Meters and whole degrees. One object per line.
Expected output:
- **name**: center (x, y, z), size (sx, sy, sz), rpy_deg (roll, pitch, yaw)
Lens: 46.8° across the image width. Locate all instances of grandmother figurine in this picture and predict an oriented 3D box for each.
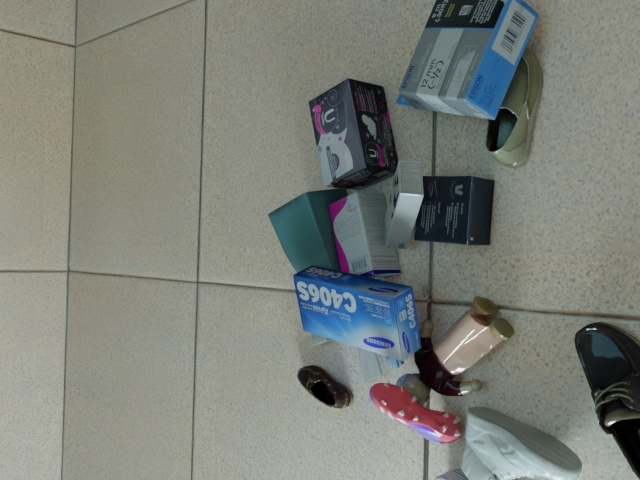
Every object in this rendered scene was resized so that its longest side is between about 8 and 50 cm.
- **grandmother figurine**: center (0.290, 0.278, 1.738), size (0.342, 0.104, 0.207), rpy_deg (-52, 45, 28)

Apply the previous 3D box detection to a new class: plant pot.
- **plant pot**: center (0.000, 0.000, 2.007), size (0.165, 0.166, 0.234), rpy_deg (-27, 78, 42)

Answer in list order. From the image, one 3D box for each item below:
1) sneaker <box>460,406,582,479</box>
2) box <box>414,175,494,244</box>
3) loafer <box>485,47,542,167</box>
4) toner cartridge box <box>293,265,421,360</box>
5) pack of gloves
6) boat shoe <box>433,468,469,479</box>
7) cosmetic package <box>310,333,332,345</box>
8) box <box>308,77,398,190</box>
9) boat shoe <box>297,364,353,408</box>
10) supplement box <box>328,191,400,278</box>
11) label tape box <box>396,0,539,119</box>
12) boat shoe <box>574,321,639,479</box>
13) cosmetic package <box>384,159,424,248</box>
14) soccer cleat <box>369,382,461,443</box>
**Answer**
- **sneaker**: center (0.423, 0.491, 1.592), size (0.293, 0.108, 0.169), rpy_deg (20, 105, 55)
- **box**: center (0.312, -0.070, 1.730), size (0.158, 0.093, 0.155), rpy_deg (6, 92, 47)
- **loafer**: center (0.420, -0.297, 1.629), size (0.102, 0.092, 0.268), rpy_deg (2, 90, 46)
- **toner cartridge box**: center (0.083, 0.172, 1.827), size (0.348, 0.075, 0.165), rpy_deg (9, 117, 47)
- **pack of gloves**: center (0.155, 0.236, 1.931), size (0.195, 0.046, 0.232), rpy_deg (-39, 59, 53)
- **boat shoe**: center (0.363, 0.609, 1.651), size (0.267, 0.088, 0.096), rpy_deg (38, 115, 41)
- **cosmetic package**: center (0.000, 0.232, 2.079), size (0.060, 0.041, 0.115), rpy_deg (-25, 71, 42)
- **box**: center (0.084, -0.274, 1.941), size (0.163, 0.142, 0.247), rpy_deg (-21, 73, 43)
- **boat shoe**: center (-0.001, 0.403, 2.052), size (0.207, 0.073, 0.073), rpy_deg (19, 103, 46)
- **supplement box**: center (0.113, -0.004, 1.922), size (0.111, 0.114, 0.220), rpy_deg (-23, 73, 44)
- **label tape box**: center (0.293, -0.427, 1.692), size (0.348, 0.115, 0.249), rpy_deg (24, 92, 53)
- **boat shoe**: center (0.591, 0.311, 1.396), size (0.132, 0.130, 0.355), rpy_deg (-47, 57, 34)
- **cosmetic package**: center (0.196, -0.081, 1.770), size (0.239, 0.061, 0.098), rpy_deg (97, 177, -58)
- **soccer cleat**: center (0.213, 0.411, 1.727), size (0.095, 0.248, 0.083), rpy_deg (-52, 18, 46)
